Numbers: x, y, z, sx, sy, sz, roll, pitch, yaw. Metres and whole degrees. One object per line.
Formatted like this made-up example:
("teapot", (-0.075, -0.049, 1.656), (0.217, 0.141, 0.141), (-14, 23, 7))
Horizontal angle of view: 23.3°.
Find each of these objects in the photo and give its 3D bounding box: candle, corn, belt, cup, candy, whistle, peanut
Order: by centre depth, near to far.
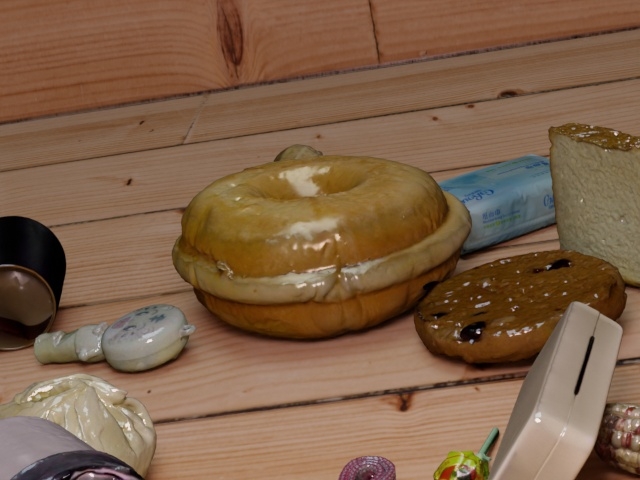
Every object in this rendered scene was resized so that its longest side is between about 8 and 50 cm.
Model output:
("belt", (0.012, 0.293, 1.592), (0.071, 0.053, 0.232), (7, 23, 24))
("corn", (0.392, 0.215, 1.596), (0.237, 0.079, 0.079), (6, 23, 35))
("candle", (-0.299, 0.277, 1.597), (0.187, 0.187, 0.330), (-20, 19, -28))
("candy", (0.172, 0.236, 1.699), (0.062, 0.058, 0.194), (-14, 6, 22))
("whistle", (-0.288, 0.145, 2.198), (0.258, 0.067, 0.126), (-7, 23, 23))
("cup", (-0.492, 0.100, 2.385), (0.166, 0.239, 0.177), (29, 14, -19))
("peanut", (-0.048, -0.094, 2.718), (0.130, 0.130, 0.290), (-3, 16, 20))

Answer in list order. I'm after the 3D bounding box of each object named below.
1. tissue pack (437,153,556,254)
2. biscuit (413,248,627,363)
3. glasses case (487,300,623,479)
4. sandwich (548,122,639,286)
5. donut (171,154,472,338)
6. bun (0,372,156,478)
("tissue pack", (0.284, -0.063, 2.489), (0.263, 0.089, 0.177), (-19, 22, -25))
("biscuit", (0.262, 0.092, 2.041), (0.296, 0.075, 0.296), (-14, 18, 5))
("glasses case", (0.252, 0.182, 1.661), (0.070, 0.131, 0.313), (29, 25, 5))
("sandwich", (0.435, -0.048, 2.133), (0.087, 0.226, 0.251), (-20, 21, -34))
("donut", (0.000, 0.000, 2.267), (0.448, 0.198, 0.449), (-9, 19, 3))
("bun", (-0.301, 0.235, 1.798), (0.229, 0.145, 0.229), (-6, 19, 2))
